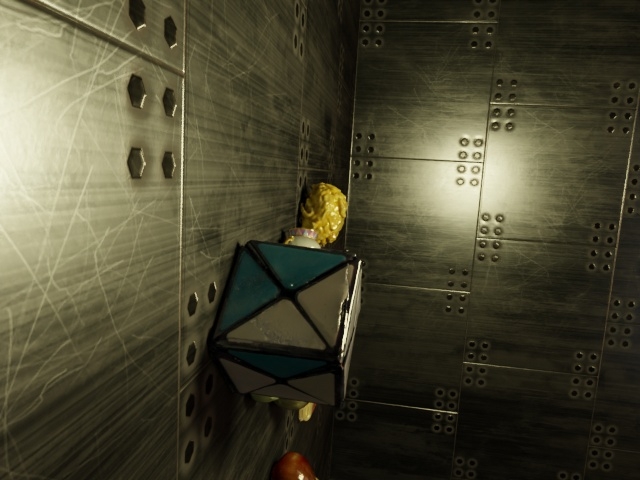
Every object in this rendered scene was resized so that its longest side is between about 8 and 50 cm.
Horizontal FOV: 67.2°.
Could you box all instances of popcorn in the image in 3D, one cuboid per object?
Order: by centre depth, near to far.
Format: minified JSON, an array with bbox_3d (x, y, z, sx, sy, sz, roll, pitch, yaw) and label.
[{"bbox_3d":[0.009,-0.105,1.932,0.250,0.190,0.249,-172,-90,-86],"label":"popcorn"}]

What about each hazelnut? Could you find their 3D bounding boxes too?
[{"bbox_3d":[-0.096,0.887,1.780,0.178,0.178,0.203,-65,158,-67],"label":"hazelnut"}]

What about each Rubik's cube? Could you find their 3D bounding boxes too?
[{"bbox_3d":[-0.069,0.208,1.182,0.310,0.306,0.306,87,14,-54],"label":"Rubik's cube"}]

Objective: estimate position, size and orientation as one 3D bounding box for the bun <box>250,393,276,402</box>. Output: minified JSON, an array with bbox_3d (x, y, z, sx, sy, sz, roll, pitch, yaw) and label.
[{"bbox_3d":[-0.131,0.372,1.414,0.203,0.127,0.212,89,9,-45],"label":"bun"}]

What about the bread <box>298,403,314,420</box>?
[{"bbox_3d":[-0.057,0.777,2.322,0.192,0.067,0.119,-24,126,-79],"label":"bread"}]

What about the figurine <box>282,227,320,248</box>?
[{"bbox_3d":[-0.076,0.094,1.608,0.190,0.142,0.263,26,66,-47],"label":"figurine"}]

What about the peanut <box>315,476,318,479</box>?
[{"bbox_3d":[-0.070,1.100,2.105,0.174,0.159,0.339,52,-16,37],"label":"peanut"}]

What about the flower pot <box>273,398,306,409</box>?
[{"bbox_3d":[-0.031,0.458,1.738,0.307,0.244,0.307,5,90,-83],"label":"flower pot"}]

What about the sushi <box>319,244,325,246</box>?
[{"bbox_3d":[0.000,0.000,2.373,0.192,0.043,0.279,71,25,-70],"label":"sushi"}]
